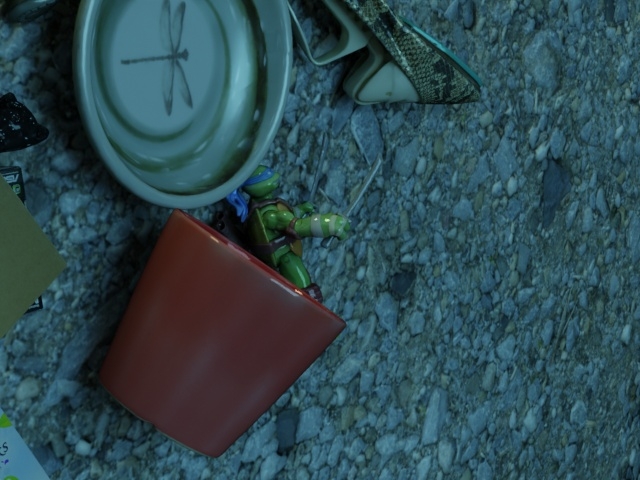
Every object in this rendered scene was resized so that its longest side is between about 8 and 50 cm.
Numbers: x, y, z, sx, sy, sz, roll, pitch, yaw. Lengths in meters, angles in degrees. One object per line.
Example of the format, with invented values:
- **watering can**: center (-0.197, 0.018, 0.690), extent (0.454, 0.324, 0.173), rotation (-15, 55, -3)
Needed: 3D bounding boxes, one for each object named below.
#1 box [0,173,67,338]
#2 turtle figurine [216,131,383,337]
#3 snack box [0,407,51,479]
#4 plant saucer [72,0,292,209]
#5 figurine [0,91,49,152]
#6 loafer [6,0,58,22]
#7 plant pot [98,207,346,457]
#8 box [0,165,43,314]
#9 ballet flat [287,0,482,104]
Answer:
- **box**: center (-0.405, 0.038, 1.436), extent (0.201, 0.021, 0.164), rotation (-53, 128, -33)
- **turtle figurine**: center (0.000, 0.000, 1.811), extent (0.274, 0.198, 0.266), rotation (-25, 113, -40)
- **snack box**: center (-0.420, 0.305, 1.454), extent (0.174, 0.070, 0.207), rotation (-47, 121, -35)
- **plant saucer**: center (-0.198, -0.243, 1.640), extent (0.400, 0.100, 0.400), rotation (-15, 109, -50)
- **figurine**: center (-0.437, -0.159, 1.396), extent (0.215, 0.092, 0.209), rotation (55, 43, -7)
- **loafer**: center (-0.324, -0.365, 1.545), extent (0.087, 0.094, 0.251), rotation (49, 50, -18)
- **plant pot**: center (-0.144, 0.130, 1.603), extent (0.275, 0.275, 0.243), rotation (35, 90, -42)
- **box**: center (-0.430, 0.014, 1.458), extent (0.190, 0.045, 0.184), rotation (-17, 105, -46)
- **ballet flat**: center (0.057, -0.330, 1.922), extent (0.182, 0.164, 0.483), rotation (-51, 122, -7)
